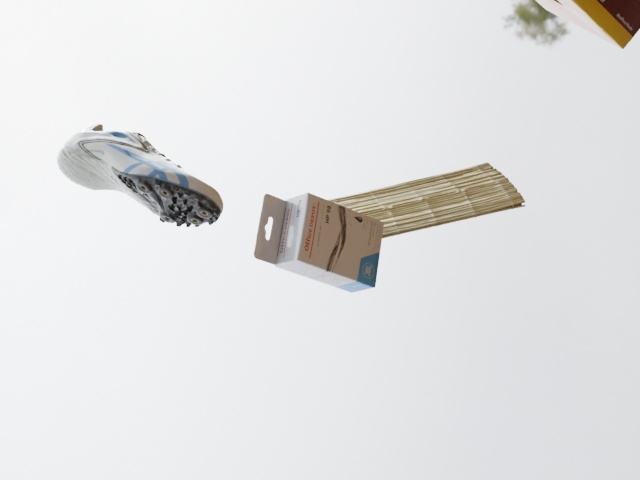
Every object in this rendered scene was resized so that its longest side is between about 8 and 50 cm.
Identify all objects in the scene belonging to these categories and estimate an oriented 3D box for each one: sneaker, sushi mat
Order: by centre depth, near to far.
[{"bbox_3d":[-0.201,-0.082,1.186,0.086,0.237,0.085,-54,-33,-24],"label":"sneaker"},{"bbox_3d":[0.169,-0.061,1.734,0.151,0.316,0.019,-118,17,-58],"label":"sushi mat"}]

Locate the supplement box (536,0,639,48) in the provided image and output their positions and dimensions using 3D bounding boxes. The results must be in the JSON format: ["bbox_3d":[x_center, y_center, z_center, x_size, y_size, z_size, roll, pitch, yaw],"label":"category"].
[{"bbox_3d":[0.357,-0.380,1.306,0.129,0.194,0.191,32,-168,-33],"label":"supplement box"}]

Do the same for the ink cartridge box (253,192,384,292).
[{"bbox_3d":[0.000,0.000,1.488,0.180,0.060,0.104,20,-110,-33],"label":"ink cartridge box"}]
